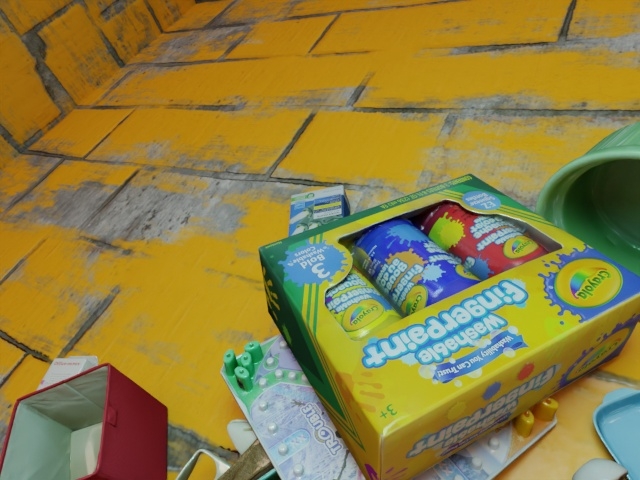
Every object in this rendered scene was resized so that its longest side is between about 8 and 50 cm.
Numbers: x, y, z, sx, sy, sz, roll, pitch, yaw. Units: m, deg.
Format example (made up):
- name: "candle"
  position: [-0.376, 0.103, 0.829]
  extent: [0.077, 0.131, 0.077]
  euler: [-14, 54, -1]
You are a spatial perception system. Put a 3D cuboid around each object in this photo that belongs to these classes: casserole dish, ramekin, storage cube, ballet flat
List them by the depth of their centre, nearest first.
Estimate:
- name: "casserole dish"
  position: [0.450, 0.288, 0.603]
  extent: [0.114, 0.037, 0.189]
  euler: [-22, 45, 2]
- name: "ramekin"
  position: [0.509, -0.035, 0.697]
  extent: [0.148, 0.304, 0.303]
  euler: [-39, 46, -25]
- name: "ballet flat"
  position: [-0.141, 0.367, 0.720]
  extent: [0.342, 0.116, 0.124]
  euler: [-40, 65, -8]
- name: "storage cube"
  position: [-0.389, 0.359, 0.781]
  extent: [0.183, 0.193, 0.215]
  euler: [-22, 44, 2]

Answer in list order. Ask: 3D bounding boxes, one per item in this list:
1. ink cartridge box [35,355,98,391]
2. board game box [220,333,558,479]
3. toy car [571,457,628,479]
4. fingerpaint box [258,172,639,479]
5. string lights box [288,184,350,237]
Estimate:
- name: "ink cartridge box"
  position: [-0.516, 0.313, 0.949]
  extent: [0.092, 0.090, 0.143]
  euler: [-4, 47, 19]
- name: "board game box"
  position: [0.090, 0.228, 0.722]
  extent: [0.389, 0.051, 0.390]
  euler: [-24, 42, -24]
- name: "toy car"
  position: [0.331, 0.348, 0.512]
  extent: [0.182, 0.136, 0.159]
  euler: [-44, 47, 2]
- name: "fingerpaint box"
  position: [0.179, 0.092, 0.713]
  extent: [0.444, 0.163, 0.371]
  euler: [-20, 41, -19]
- name: "string lights box"
  position: [0.000, 0.000, 1.028]
  extent: [0.133, 0.077, 0.260]
  euler: [-11, 47, 12]
